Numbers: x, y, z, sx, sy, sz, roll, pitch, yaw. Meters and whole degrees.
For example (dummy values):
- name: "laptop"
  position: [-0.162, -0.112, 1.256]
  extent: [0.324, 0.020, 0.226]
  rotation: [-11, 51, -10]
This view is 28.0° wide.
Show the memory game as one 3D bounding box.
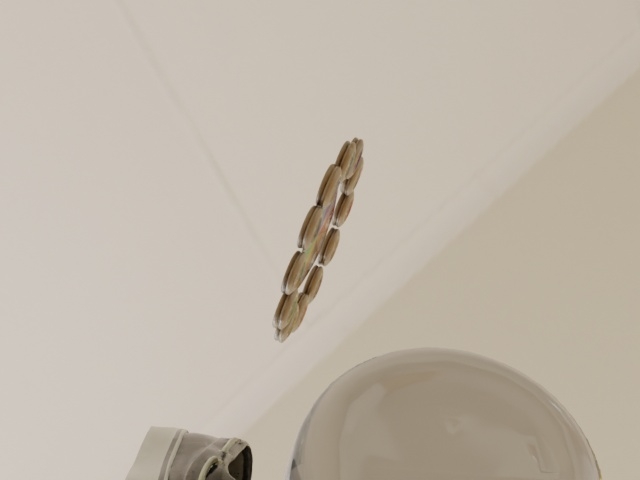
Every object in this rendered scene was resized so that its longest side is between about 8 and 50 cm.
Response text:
- name: "memory game"
  position: [0.000, 0.000, 1.079]
  extent: [0.186, 0.012, 0.186]
  rotation: [21, -90, -82]

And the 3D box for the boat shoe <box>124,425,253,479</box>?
- name: "boat shoe"
  position: [-0.066, 0.150, 0.675]
  extent: [0.070, 0.219, 0.077]
  rotation: [1, -76, -1]

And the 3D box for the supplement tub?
- name: "supplement tub"
  position: [0.054, 0.229, 0.856]
  extent: [0.194, 0.193, 0.316]
  rotation: [-26, -29, -29]
